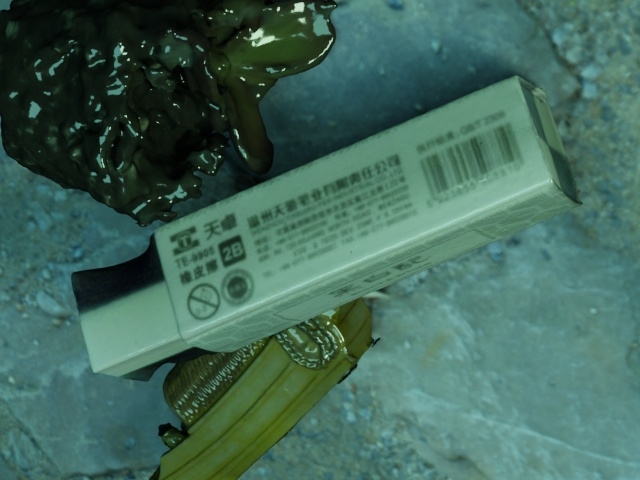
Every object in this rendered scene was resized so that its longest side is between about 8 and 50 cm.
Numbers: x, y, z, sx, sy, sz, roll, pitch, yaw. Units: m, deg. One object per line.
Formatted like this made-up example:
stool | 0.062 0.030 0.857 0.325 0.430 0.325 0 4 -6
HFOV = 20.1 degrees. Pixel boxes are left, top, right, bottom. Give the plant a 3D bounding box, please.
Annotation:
plant | -0.135 -0.120 1.420 0.234 0.204 0.178 12 116 29

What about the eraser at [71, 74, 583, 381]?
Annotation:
eraser | 0.000 0.000 1.405 0.404 0.096 0.098 -23 72 21

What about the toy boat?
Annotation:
toy boat | -0.062 0.118 1.556 0.115 0.089 0.310 43 124 -3
